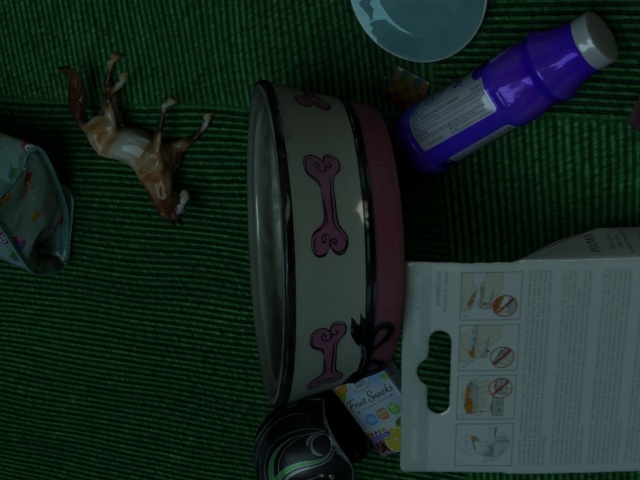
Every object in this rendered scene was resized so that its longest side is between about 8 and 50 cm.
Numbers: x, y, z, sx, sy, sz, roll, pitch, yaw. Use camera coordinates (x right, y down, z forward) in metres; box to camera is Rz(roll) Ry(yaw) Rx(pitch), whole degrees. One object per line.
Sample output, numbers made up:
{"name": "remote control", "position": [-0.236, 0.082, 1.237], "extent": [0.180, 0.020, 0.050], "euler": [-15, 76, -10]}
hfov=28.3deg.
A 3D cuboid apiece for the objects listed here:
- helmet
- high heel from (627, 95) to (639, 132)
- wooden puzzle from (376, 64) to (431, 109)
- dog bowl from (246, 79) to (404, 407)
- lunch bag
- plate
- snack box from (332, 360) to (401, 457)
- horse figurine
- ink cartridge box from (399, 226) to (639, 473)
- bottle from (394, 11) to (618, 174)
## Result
{"name": "helmet", "position": [-0.021, 0.319, 1.880], "extent": [0.161, 0.169, 0.169], "euler": [-31, 96, 20]}
{"name": "high heel", "position": [0.454, -0.168, 1.327], "extent": [0.181, 0.127, 0.377], "euler": [45, 163, 16]}
{"name": "wooden puzzle", "position": [0.113, -0.197, 1.648], "extent": [0.083, 0.006, 0.049], "euler": [31, 125, 13]}
{"name": "dog bowl", "position": [0.000, 0.000, 1.593], "extent": [0.150, 0.408, 0.408], "euler": [-2, 117, -9]}
{"name": "lunch bag", "position": [-0.515, -0.062, 1.975], "extent": [0.223, 0.160, 0.262], "euler": [19, 154, 20]}
{"name": "plate", "position": [0.123, -0.315, 1.575], "extent": [0.188, 0.024, 0.188], "euler": [13, 118, 25]}
{"name": "snack box", "position": [0.092, 0.239, 1.852], "extent": [0.100, 0.037, 0.141], "euler": [-33, 94, 36]}
{"name": "horse figurine", "position": [-0.273, -0.159, 1.852], "extent": [0.263, 0.066, 0.174], "euler": [32, 119, 10]}
{"name": "ink cartridge box", "position": [0.290, 0.139, 1.562], "extent": [0.385, 0.091, 0.308], "euler": [-1, 116, 1]}
{"name": "bottle", "position": [0.222, -0.178, 1.526], "extent": [0.283, 0.118, 0.092], "euler": [-29, 96, 37]}
